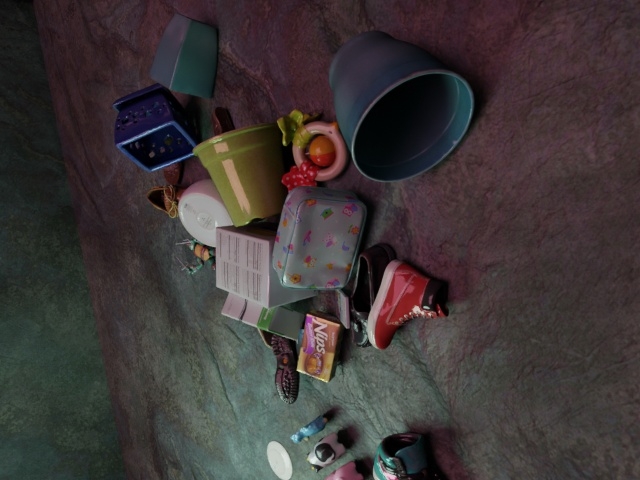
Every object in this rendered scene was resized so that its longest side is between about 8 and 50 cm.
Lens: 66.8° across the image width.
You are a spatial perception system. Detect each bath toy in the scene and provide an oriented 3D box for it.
[{"bbox_3d":[0.049,0.702,1.439,0.348,0.129,0.151,52,164,27],"label":"bath toy"}]

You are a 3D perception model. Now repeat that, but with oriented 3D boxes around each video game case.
[{"bbox_3d":[0.061,0.186,1.358,0.122,0.011,0.087,-145,51,-77],"label":"video game case"}]

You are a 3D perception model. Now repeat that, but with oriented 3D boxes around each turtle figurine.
[{"bbox_3d":[-0.443,0.049,1.827,0.234,0.118,0.175,23,130,25],"label":"turtle figurine"}]

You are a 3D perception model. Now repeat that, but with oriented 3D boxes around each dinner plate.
[{"bbox_3d":[-0.152,0.795,1.748,0.141,0.017,0.141,13,109,45],"label":"dinner plate"}]

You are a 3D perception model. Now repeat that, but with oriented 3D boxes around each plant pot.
[{"bbox_3d":[-0.205,-0.182,1.440,0.276,0.276,0.253,-14,95,47],"label":"plant pot"},{"bbox_3d":[-0.602,-0.418,1.770,0.236,0.236,0.212,-20,72,5],"label":"plant pot"},{"bbox_3d":[-0.459,-0.642,1.678,0.166,0.166,0.234,35,114,36],"label":"plant pot"},{"bbox_3d":[0.147,-0.312,1.055,0.271,0.272,0.255,-57,43,36],"label":"plant pot"}]

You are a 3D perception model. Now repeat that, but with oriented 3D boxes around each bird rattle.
[{"bbox_3d":[-0.021,-0.233,1.331,0.207,0.143,0.253,-1,101,30],"label":"bird rattle"}]

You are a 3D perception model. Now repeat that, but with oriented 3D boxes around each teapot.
[{"bbox_3d":[-0.341,-0.111,1.648,0.256,0.187,0.252,0,124,25],"label":"teapot"}]

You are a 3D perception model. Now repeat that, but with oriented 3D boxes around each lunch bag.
[{"bbox_3d":[0.000,0.000,1.285,0.108,0.224,0.279,-127,45,-53],"label":"lunch bag"}]

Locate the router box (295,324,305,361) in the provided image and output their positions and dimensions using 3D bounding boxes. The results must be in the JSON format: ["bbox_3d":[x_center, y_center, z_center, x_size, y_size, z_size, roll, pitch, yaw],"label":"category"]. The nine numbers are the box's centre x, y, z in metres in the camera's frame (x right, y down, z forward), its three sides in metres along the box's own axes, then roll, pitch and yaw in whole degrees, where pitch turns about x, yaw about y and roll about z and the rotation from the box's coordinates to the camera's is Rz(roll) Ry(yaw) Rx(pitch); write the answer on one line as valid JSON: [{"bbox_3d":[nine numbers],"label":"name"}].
[{"bbox_3d":[-0.033,0.329,1.512,0.092,0.038,0.122,-3,96,47],"label":"router box"}]

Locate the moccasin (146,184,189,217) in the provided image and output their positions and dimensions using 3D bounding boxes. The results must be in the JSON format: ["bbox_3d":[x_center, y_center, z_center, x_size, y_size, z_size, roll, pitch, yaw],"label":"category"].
[{"bbox_3d":[-0.549,-0.153,1.871,0.380,0.147,0.139,23,114,41],"label":"moccasin"}]

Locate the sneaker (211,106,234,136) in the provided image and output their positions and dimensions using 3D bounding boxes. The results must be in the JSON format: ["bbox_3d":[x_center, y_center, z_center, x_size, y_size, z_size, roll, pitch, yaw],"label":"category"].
[{"bbox_3d":[-0.331,-0.364,1.678,0.071,0.066,0.188,-34,67,62],"label":"sneaker"}]

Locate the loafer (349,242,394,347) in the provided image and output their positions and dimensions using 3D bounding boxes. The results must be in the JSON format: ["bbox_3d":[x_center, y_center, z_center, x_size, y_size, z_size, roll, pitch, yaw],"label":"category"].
[{"bbox_3d":[0.114,0.153,1.281,0.109,0.095,0.302,27,116,40],"label":"loafer"}]

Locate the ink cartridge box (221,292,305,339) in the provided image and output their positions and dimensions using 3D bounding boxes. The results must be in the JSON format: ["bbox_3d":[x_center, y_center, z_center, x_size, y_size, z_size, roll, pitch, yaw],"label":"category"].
[{"bbox_3d":[-0.179,0.229,1.505,0.208,0.153,0.086,11,77,36],"label":"ink cartridge box"}]

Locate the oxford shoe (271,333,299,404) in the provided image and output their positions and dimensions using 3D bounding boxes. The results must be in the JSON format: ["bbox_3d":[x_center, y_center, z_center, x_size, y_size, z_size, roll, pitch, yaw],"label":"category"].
[{"bbox_3d":[-0.099,0.407,1.564,0.083,0.096,0.227,-8,78,13],"label":"oxford shoe"}]

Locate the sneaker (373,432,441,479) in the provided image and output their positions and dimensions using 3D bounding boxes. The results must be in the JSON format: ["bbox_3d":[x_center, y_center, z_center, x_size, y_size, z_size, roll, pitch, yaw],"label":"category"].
[{"bbox_3d":[0.253,0.585,1.214,0.296,0.124,0.178,19,121,44],"label":"sneaker"}]

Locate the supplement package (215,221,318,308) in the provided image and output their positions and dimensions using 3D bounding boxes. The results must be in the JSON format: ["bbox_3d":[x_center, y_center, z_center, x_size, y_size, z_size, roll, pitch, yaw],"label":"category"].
[{"bbox_3d":[-0.163,0.062,1.475,0.263,0.199,0.198,13,107,44],"label":"supplement package"}]

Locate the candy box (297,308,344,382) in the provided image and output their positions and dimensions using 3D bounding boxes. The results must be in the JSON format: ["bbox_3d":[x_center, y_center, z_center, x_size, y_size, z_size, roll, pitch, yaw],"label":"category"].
[{"bbox_3d":[0.002,0.308,1.427,0.109,0.053,0.186,16,106,21],"label":"candy box"}]

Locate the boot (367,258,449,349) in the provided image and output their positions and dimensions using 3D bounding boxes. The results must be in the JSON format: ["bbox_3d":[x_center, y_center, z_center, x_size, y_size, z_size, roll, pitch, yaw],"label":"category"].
[{"bbox_3d":[0.218,0.190,1.193,0.176,0.088,0.244,29,114,37],"label":"boot"}]

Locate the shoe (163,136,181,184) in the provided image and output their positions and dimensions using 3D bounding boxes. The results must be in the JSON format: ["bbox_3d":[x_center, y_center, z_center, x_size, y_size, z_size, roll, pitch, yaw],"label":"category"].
[{"bbox_3d":[-0.586,-0.333,1.949,0.077,0.058,0.219,14,115,11],"label":"shoe"}]

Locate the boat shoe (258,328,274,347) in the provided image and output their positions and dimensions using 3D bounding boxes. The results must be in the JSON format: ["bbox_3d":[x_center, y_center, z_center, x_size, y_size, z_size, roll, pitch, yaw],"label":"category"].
[{"bbox_3d":[-0.194,0.278,1.654,0.072,0.068,0.189,113,141,-67],"label":"boat shoe"}]
